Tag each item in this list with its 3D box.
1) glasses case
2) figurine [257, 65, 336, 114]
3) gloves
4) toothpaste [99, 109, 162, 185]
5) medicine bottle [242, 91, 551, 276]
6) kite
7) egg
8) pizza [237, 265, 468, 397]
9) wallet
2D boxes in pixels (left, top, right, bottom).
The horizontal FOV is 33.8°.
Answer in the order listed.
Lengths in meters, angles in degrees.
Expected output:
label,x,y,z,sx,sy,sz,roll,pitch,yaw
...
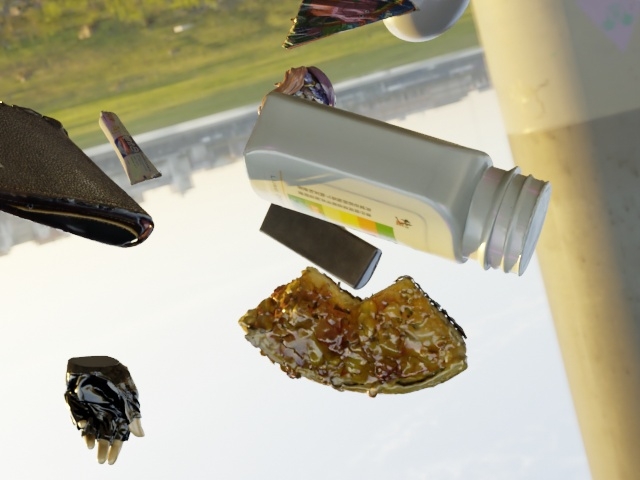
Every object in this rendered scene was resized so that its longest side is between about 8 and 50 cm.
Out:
label,x,y,z,sx,sy,sz,roll,pitch,yaw
glasses case,-0.001,-0.001,1.553,0.190,0.072,0.042,31,-165,25
figurine,-0.054,-0.287,2.100,0.157,0.114,0.126,-18,169,-5
gloves,-0.423,0.336,2.061,0.164,0.204,0.124,2,-170,8
toothpaste,-0.269,-0.131,1.449,0.045,0.028,0.170,-17,-134,-23
medicine bottle,0.086,-0.060,1.174,0.324,0.124,0.179,17,165,16
kite,0.039,-0.371,1.600,0.233,0.016,0.321,7,156,-14
egg,0.184,-0.428,1.805,0.146,0.146,0.198,-24,167,-49
pizza,0.036,0.120,1.323,0.305,0.161,0.085,8,-158,19
wallet,-0.342,-0.083,1.220,0.071,0.221,0.262,-52,149,12
